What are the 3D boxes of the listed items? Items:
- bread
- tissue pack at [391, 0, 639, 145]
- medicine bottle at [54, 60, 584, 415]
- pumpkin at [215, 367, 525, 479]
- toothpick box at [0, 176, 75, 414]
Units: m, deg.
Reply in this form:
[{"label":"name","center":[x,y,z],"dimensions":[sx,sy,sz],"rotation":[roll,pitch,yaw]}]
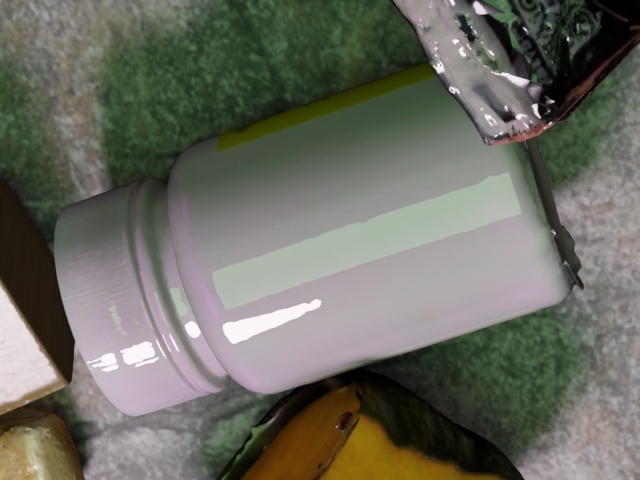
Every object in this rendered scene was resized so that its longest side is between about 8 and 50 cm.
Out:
[{"label":"bread","center":[-0.273,0.202,1.450],"dimensions":[0.125,0.082,0.106],"rotation":[-8,95,19]},{"label":"tissue pack","center":[0.174,-0.249,1.167],"dimensions":[0.332,0.123,0.245],"rotation":[-43,106,-29]},{"label":"medicine bottle","center":[0.000,0.000,1.289],"dimensions":[0.379,0.213,0.213],"rotation":[-19,104,10]},{"label":"pumpkin","center":[0.019,0.256,1.345],"dimensions":[0.225,0.256,0.303],"rotation":[43,133,-13]},{"label":"toothpick box","center":[-0.374,0.091,1.363],"dimensions":[0.308,0.187,0.190],"rotation":[-22,118,7]}]
